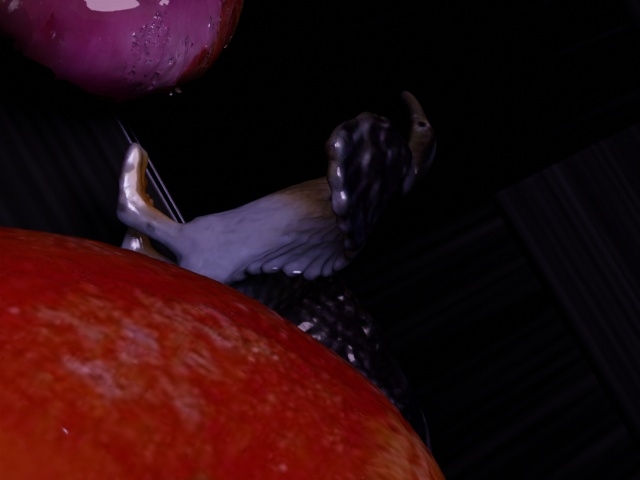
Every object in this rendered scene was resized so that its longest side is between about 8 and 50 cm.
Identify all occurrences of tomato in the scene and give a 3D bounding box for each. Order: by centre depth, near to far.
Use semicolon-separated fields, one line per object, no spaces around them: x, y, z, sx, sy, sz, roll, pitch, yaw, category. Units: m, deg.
-0.069;0.116;0.501;0.338;0.143;0.338;19;50;-25;tomato

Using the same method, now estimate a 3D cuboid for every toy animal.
-0.014;-0.007;0.716;0.160;0.272;0.197;6;54;4;toy animal

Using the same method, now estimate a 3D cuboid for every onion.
-0.090;-0.149;0.740;0.150;0.140;0.150;25;37;-21;onion
